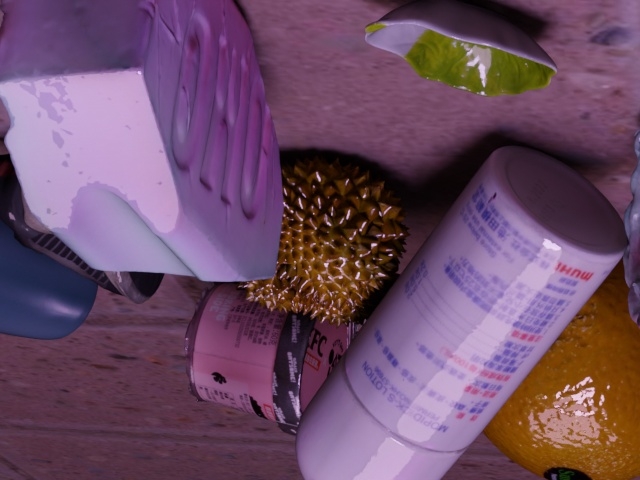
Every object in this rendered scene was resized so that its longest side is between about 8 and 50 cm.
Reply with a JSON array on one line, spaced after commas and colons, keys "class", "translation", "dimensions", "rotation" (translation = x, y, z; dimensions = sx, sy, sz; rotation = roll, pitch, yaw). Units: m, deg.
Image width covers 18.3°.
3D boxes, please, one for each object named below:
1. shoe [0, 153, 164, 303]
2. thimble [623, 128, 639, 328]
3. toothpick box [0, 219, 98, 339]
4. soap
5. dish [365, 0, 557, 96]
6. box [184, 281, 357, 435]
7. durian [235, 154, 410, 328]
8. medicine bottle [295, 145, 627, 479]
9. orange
[{"class": "shoe", "translation": [-0.211, -0.021, 1.692], "dimensions": [0.112, 0.099, 0.227], "rotation": [6, 158, 24]}, {"class": "thimble", "translation": [0.301, -0.021, 1.398], "dimensions": [0.149, 0.185, 0.211], "rotation": [5, 127, -1]}, {"class": "toothpick box", "translation": [-0.292, 0.024, 1.798], "dimensions": [0.120, 0.120, 0.184], "rotation": [-9, 158, 38]}, {"class": "soap", "translation": [-0.112, -0.079, 1.326], "dimensions": [0.109, 0.193, 0.324], "rotation": [2, 161, 14]}, {"class": "dish", "translation": [0.093, -0.138, 1.329], "dimensions": [0.137, 0.039, 0.091], "rotation": [19, 162, -29]}, {"class": "box", "translation": [-0.052, 0.108, 1.926], "dimensions": [0.135, 0.151, 0.151], "rotation": [8, 162, 20]}, {"class": "durian", "translation": [0.000, 0.000, 1.627], "dimensions": [0.168, 0.137, 0.158], "rotation": [23, 138, -8]}, {"class": "medicine bottle", "translation": [0.098, 0.090, 1.590], "dimensions": [0.130, 0.130, 0.341], "rotation": [17, 123, -28]}, {"class": "orange", "translation": [0.231, 0.106, 1.718], "dimensions": [0.236, 0.236, 0.236], "rotation": [6, 161, 2]}]
